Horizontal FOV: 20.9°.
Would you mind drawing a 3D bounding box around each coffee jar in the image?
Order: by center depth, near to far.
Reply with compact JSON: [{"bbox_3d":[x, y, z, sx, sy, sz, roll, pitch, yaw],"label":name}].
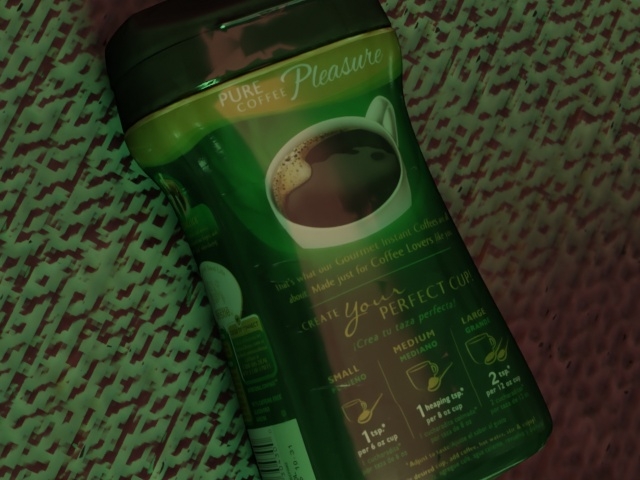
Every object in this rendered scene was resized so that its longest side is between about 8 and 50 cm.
[{"bbox_3d":[0.000,0.000,0.577,0.096,0.079,0.184,-21,90,-20],"label":"coffee jar"}]
